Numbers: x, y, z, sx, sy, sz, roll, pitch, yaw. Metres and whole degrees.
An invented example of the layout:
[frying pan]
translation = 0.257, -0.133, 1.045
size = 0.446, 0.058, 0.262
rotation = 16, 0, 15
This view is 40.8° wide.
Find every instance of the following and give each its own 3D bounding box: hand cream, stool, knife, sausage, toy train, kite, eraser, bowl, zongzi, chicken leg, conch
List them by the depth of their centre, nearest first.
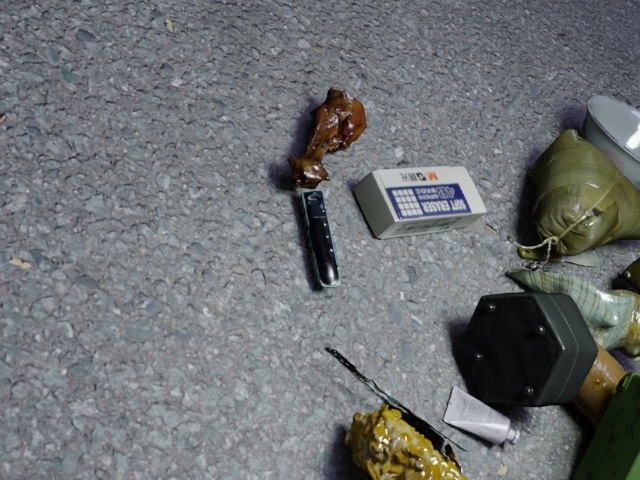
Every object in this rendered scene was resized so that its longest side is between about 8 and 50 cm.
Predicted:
[kite]
translation = 0.126, 0.270, 1.448
size = 0.285, 0.152, 0.015
rotation = 38, 83, -1
[hand cream]
translation = 0.296, 0.330, 1.573
size = 0.142, 0.053, 0.084
rotation = 26, 45, 2
[toy train]
translation = 0.000, 0.000, 1.581
size = 0.043, 0.047, 0.207
rotation = -4, 59, -13
[stool]
translation = 0.381, 0.201, 1.593
size = 0.141, 0.232, 0.232
rotation = 4, 57, -44
[chicken leg]
translation = 0.006, -0.194, 1.691
size = 0.113, 0.093, 0.304
rotation = 30, 43, 2
[sausage]
translation = 0.579, 0.327, 1.712
size = 0.501, 0.136, 0.123
rotation = 48, 8, 1
[eraser]
translation = 0.210, -0.084, 1.773
size = 0.279, 0.081, 0.124
rotation = -7, 65, -39
[conch]
translation = 0.577, 0.167, 1.812
size = 0.386, 0.203, 0.169
rotation = 14, 71, -1
[zongzi]
translation = 0.640, -0.019, 1.934
size = 0.418, 0.181, 0.447
rotation = 35, 39, -8
[knife]
translation = 0.566, 0.034, 1.999
size = 0.298, 0.017, 0.047
rotation = 8, 49, -32
[bowl]
translation = 0.790, -0.209, 2.218
size = 0.346, 0.157, 0.345
rotation = 21, 36, -16

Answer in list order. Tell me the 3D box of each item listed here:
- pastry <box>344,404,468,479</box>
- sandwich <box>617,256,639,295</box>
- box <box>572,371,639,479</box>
[pastry]
translation = 0.154, 0.370, 1.383
size = 0.250, 0.102, 0.154
rotation = 41, 12, -15
[sandwich]
translation = 0.819, 0.181, 1.951
size = 0.301, 0.162, 0.250
rotation = 64, 11, -7
[box]
translation = 0.583, 0.401, 1.519
size = 0.178, 0.253, 0.328
rotation = 25, 87, -4
